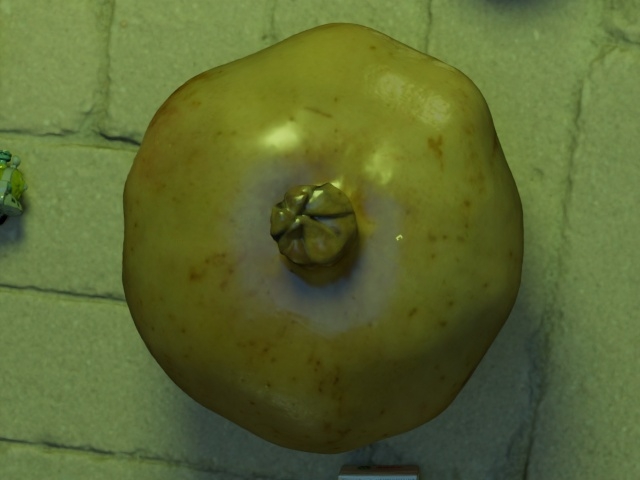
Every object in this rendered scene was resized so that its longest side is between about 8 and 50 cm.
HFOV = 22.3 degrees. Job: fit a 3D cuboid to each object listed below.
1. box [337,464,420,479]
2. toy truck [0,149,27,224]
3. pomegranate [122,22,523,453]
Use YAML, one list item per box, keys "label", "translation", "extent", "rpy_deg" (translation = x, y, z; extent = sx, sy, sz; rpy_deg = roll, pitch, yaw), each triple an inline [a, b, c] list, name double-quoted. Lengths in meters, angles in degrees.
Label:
- label: "box"
  translation: [0.064, 0.305, 1.742]
  extent: [0.089, 0.043, 0.125]
  rpy_deg: [0, 96, 5]
- label: "toy truck"
  translation: [-0.367, -0.061, 1.740]
  extent: [0.111, 0.076, 0.077]
  rpy_deg: [5, 76, 4]
- label: "pomegranate"
  translation: [0.000, 0.000, 1.541]
  extent: [0.411, 0.411, 0.411]
  rpy_deg: [1, 96, 6]
